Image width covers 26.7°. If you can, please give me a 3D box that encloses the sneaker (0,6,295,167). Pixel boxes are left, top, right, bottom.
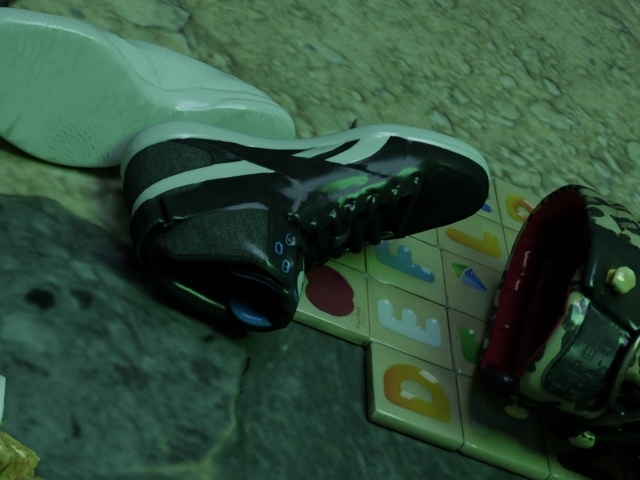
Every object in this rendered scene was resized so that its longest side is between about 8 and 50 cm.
[{"bbox_3d":[-0.121,-0.091,0.792,0.212,0.080,0.094,17,25,-35],"label":"sneaker"}]

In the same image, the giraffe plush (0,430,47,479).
[{"bbox_3d":[-0.146,0.126,0.402,0.181,0.170,0.210,35,34,2],"label":"giraffe plush"}]

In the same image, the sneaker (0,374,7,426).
[{"bbox_3d":[-0.155,0.089,0.571,0.035,0.031,0.083,9,35,-11],"label":"sneaker"}]

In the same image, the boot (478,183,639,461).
[{"bbox_3d":[0.232,0.124,0.726,0.284,0.138,0.377,30,30,-8],"label":"boot"}]

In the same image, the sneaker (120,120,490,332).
[{"bbox_3d":[0.000,0.000,0.750,0.217,0.079,0.121,1,45,-14],"label":"sneaker"}]

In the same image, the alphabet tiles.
[{"bbox_3d":[0.126,0.045,0.871,0.343,0.011,0.285,22,36,-17],"label":"alphabet tiles"}]
